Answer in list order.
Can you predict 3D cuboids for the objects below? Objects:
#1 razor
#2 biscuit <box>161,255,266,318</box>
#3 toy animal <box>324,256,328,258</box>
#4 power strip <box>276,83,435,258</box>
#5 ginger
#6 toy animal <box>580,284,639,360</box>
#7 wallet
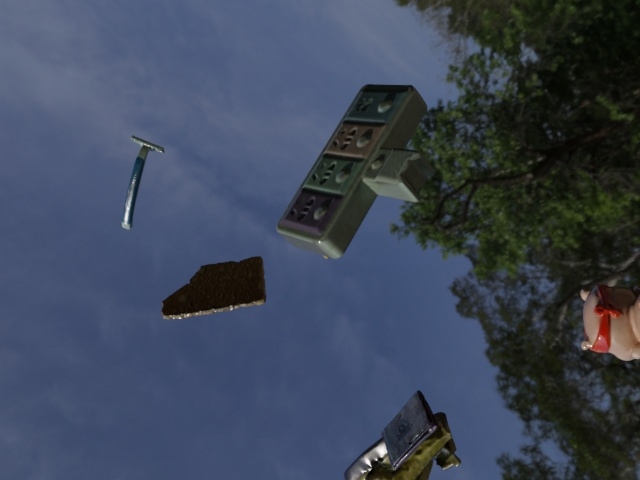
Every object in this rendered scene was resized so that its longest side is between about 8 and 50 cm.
[{"bbox_3d":[-0.365,-0.106,1.193,0.068,0.191,0.037,23,-160,3],"label":"razor"},{"bbox_3d":[-0.243,0.109,1.385,0.026,0.236,0.131,80,180,-49],"label":"biscuit"},{"bbox_3d":[0.000,-0.003,1.422,0.083,0.070,0.159,66,-174,25],"label":"toy animal"},{"bbox_3d":[0.058,-0.075,0.675,0.061,0.145,0.216,40,-105,-39],"label":"power strip"},{"bbox_3d":[0.267,0.675,1.723,0.358,0.413,0.211,-12,-126,-29],"label":"ginger"},{"bbox_3d":[0.640,0.167,1.264,0.171,0.197,0.171,8,-103,-38],"label":"toy animal"},{"bbox_3d":[0.206,0.446,1.429,0.030,0.166,0.111,24,-154,-23],"label":"wallet"}]
